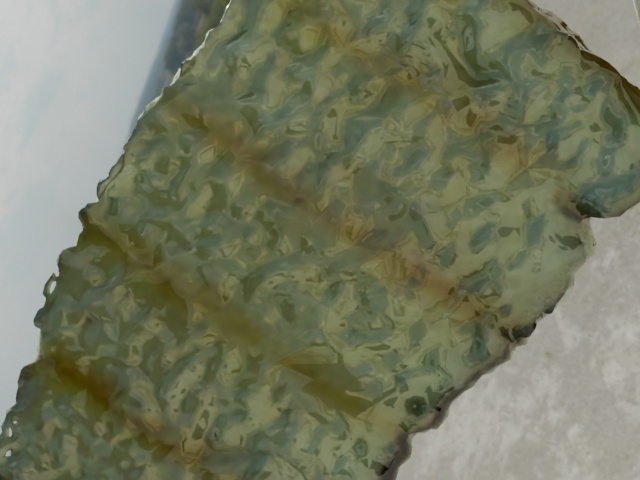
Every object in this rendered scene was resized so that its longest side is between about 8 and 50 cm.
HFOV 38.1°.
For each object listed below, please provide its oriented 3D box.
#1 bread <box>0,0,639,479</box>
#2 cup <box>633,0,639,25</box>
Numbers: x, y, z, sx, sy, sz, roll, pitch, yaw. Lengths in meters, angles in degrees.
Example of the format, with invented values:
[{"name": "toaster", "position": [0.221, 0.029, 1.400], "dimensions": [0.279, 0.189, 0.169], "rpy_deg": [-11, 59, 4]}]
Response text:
[{"name": "bread", "position": [-0.005, 0.006, 0.595], "dimensions": [0.395, 0.239, 0.264], "rpy_deg": [-54, 2, 8]}, {"name": "cup", "position": [0.302, -0.157, 0.535], "dimensions": [0.241, 0.185, 0.226], "rpy_deg": [-50, 25, -22]}]
